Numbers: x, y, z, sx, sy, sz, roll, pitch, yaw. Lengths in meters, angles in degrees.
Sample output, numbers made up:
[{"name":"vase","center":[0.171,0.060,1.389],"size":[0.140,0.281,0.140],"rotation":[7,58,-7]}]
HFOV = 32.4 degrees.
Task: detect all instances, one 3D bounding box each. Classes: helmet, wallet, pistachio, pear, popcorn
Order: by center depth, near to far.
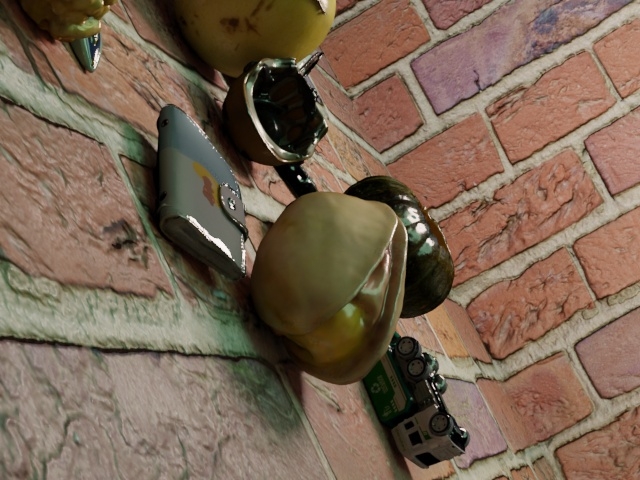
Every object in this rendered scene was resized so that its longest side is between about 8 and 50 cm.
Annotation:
[{"name":"popcorn","center":[-0.305,-0.340,1.324],"size":[0.140,0.163,0.194],"rotation":[-5,91,-51]},{"name":"wallet","center":[-0.162,-0.057,1.454],"size":[0.170,0.069,0.231],"rotation":[45,24,-37]},{"name":"pistachio","center":[0.021,0.055,1.551],"size":[0.230,0.229,0.309],"rotation":[53,22,-28]},{"name":"helmet","center":[-0.097,-0.216,1.949],"size":[0.224,0.130,0.198],"rotation":[-41,105,-50]},{"name":"pear","center":[-0.119,-0.452,2.028],"size":[0.309,0.309,0.309],"rotation":[56,12,-18]}]

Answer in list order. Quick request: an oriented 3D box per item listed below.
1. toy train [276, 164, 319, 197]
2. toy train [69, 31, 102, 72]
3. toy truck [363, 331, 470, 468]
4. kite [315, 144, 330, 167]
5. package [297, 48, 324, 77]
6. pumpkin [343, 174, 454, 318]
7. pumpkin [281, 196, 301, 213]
[{"name":"toy train","center":[-0.069,-0.157,2.148],"size":[0.207,0.043,0.047],"rotation":[54,8,-25]},{"name":"toy train","center":[-0.325,-0.325,1.470],"size":[0.055,0.048,0.252],"rotation":[36,26,-58]},{"name":"toy truck","center":[0.154,0.260,1.863],"size":[0.114,0.124,0.253],"rotation":[43,22,-53]},{"name":"kite","center":[-0.039,-0.260,2.622],"size":[0.160,0.010,0.183],"rotation":[45,15,-40]},{"name":"package","center":[-0.122,-0.392,2.257],"size":[0.204,0.062,0.251],"rotation":[37,37,4]},{"name":"pumpkin","center":[0.156,0.014,2.312],"size":[0.320,0.192,0.320],"rotation":[57,13,-21]},{"name":"pumpkin","center":[0.002,-0.003,1.861],"size":[0.167,0.125,0.167],"rotation":[49,19,-23]}]
